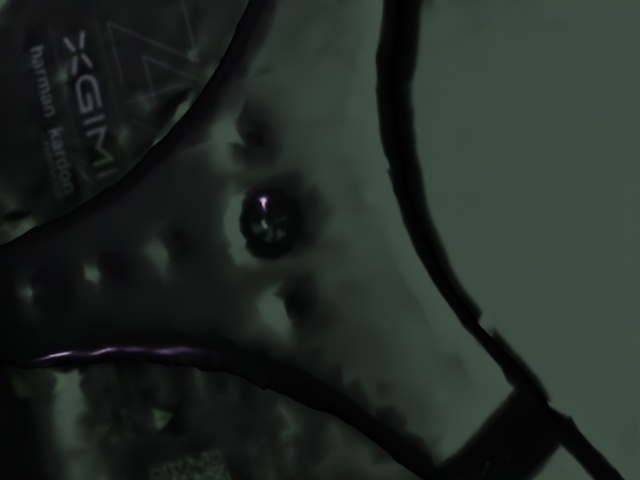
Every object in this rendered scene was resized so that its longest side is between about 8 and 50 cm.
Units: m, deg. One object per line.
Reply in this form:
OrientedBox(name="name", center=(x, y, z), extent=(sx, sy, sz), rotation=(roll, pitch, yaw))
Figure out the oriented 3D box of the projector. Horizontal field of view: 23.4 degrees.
OrientedBox(name="projector", center=(0.000, 0.000, 0.353), extent=(0.259, 0.079, 0.257), rotation=(-18, 80, 14))
